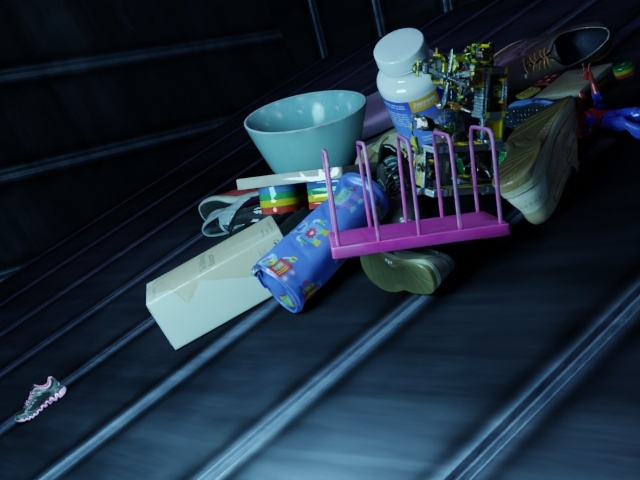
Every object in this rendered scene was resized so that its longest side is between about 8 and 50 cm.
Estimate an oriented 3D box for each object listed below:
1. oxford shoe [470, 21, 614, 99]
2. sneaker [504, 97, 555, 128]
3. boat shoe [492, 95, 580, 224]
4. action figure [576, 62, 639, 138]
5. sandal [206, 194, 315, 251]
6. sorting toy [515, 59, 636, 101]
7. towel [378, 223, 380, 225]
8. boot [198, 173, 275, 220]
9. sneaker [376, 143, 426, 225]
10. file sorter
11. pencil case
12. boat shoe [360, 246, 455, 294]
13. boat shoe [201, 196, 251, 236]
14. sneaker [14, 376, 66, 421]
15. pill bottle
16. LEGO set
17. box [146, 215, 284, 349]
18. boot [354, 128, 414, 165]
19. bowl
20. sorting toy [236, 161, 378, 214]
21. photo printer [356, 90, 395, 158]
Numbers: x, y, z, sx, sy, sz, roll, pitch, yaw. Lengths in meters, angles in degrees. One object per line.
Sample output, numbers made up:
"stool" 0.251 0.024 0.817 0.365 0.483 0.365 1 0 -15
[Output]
"oxford shoe" 0.535 -0.449 2.040 0.363 0.130 0.133 -23 0 17
"sneaker" 0.490 -0.287 1.823 0.082 0.069 0.209 -30 18 -17
"boat shoe" 0.409 -0.151 1.521 0.121 0.110 0.341 -27 18 44
"action figure" 0.551 -0.262 1.577 0.091 0.139 0.280 -33 17 -17
"sandal" -0.097 -0.080 2.053 0.446 0.107 0.167 -27 19 0
"sorting toy" 0.571 -0.342 1.883 0.132 0.046 0.274 -38 21 -26
"towel" 0.120 -0.047 1.790 0.113 0.023 0.152 -15 23 37
"boot" -0.217 -0.125 2.385 0.244 0.088 0.176 -8 26 29
"sneaker" 0.154 -0.111 1.740 0.101 0.106 0.267 -16 30 4
"file sorter" 0.150 -0.090 1.426 0.290 0.182 0.202 -8 8 0
"pencil case" 0.000 0.000 1.614 0.133 0.119 0.306 26 63 37
"boat shoe" 0.150 0.043 1.439 0.073 0.080 0.223 -25 16 -24
"boat shoe" -0.241 -0.052 2.253 0.227 0.079 0.081 -15 31 47
"sneaker" -0.605 0.335 1.768 0.119 0.057 0.047 -38 23 -23
"pill bottle" 0.213 -0.324 1.826 0.152 0.272 0.152 -15 47 17
"LEGO set" 0.231 -0.223 1.628 0.192 0.331 0.255 -6 25 -22
"box" -0.202 0.085 1.747 0.311 0.121 0.148 -30 19 -4
"boot" 0.213 -0.212 1.992 0.203 0.095 0.262 -10 23 40
"bowl" -0.025 -0.253 2.092 0.311 0.163 0.311 -9 25 4
"sorting toy" -0.011 -0.114 1.850 0.255 0.089 0.257 -4 6 27
"photo printer" 0.165 -0.341 2.365 0.256 0.107 0.307 -23 19 14
